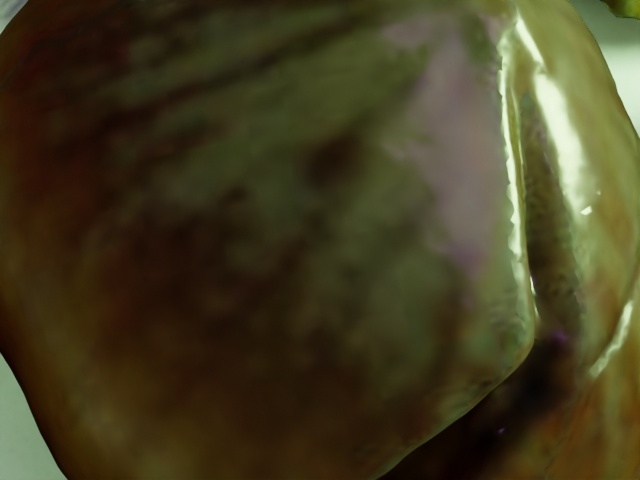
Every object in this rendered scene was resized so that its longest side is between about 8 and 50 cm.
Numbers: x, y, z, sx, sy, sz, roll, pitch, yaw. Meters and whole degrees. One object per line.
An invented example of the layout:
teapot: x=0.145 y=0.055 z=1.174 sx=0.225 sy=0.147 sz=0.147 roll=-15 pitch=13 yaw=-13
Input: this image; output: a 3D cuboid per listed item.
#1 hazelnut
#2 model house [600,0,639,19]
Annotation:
hazelnut: x=0.000 y=0.000 z=0.863 sx=0.359 sy=0.359 sz=0.409 roll=-20 pitch=60 yaw=-28
model house: x=0.199 y=-0.262 z=1.171 sx=0.239 sy=0.173 sz=0.268 roll=-30 pitch=74 yaw=-14
